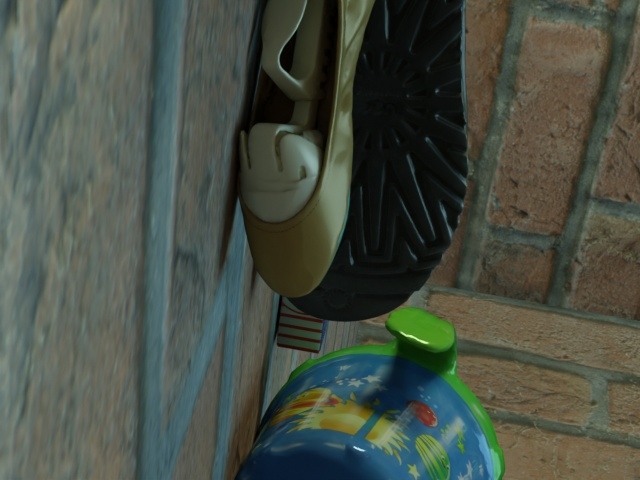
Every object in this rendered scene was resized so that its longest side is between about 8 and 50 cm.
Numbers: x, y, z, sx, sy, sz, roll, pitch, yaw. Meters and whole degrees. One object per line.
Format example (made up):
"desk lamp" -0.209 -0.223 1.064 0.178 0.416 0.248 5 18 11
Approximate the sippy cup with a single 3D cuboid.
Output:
"sippy cup" 0.027 0.222 1.260 0.224 0.240 0.306 -23 100 -74

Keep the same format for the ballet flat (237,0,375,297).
"ballet flat" -0.019 -0.083 0.897 0.073 0.080 0.232 13 84 -58

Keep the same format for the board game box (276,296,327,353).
"board game box" 0.000 0.000 1.433 0.193 0.045 0.147 -72 170 -66

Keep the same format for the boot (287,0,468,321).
"boot" 0.056 -0.193 1.209 0.445 0.146 0.367 -82 -178 -63
